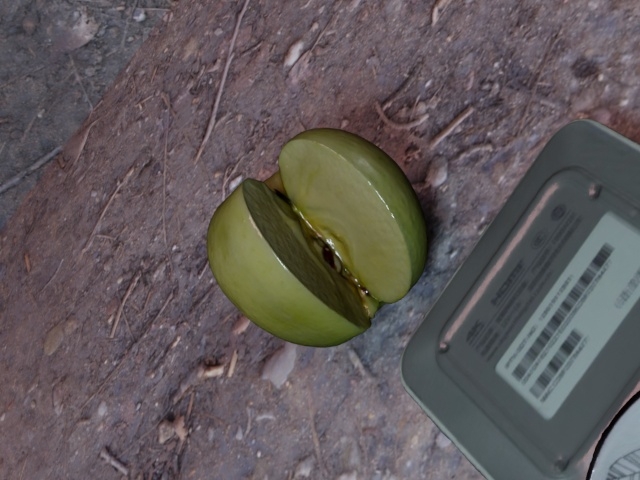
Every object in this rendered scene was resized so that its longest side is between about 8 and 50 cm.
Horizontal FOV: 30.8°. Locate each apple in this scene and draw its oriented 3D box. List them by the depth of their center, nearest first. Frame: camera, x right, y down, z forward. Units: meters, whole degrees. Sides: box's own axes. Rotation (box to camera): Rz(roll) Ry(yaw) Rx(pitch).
[{"bbox_3d":[0.000,0.000,1.539,0.292,0.254,0.292,-40,1,1],"label":"apple"}]

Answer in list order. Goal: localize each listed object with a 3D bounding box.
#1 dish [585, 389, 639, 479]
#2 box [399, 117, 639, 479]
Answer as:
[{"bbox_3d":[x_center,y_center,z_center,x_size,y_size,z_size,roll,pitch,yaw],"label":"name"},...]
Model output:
[{"bbox_3d":[0.380,0.262,1.015,0.316,0.106,0.316,-14,72,49],"label":"dish"},{"bbox_3d":[0.296,0.096,1.276,0.396,0.111,0.396,-56,37,7],"label":"box"}]
